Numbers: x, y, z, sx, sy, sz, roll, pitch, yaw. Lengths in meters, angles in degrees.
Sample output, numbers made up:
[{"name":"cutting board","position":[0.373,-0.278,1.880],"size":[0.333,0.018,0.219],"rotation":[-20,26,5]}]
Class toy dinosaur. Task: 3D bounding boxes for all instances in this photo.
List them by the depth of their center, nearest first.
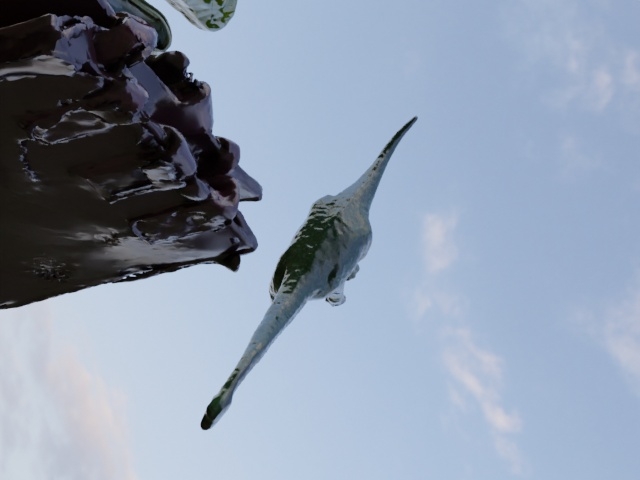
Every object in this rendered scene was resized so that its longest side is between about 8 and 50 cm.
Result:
[{"name":"toy dinosaur","position":[0.000,0.000,0.863],"size":[0.087,0.447,0.301],"rotation":[25,-14,10]}]

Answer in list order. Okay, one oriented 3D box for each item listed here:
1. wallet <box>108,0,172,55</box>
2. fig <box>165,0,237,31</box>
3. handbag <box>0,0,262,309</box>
[{"name":"wallet","position":[-0.205,-0.177,0.674],"size":[0.155,0.110,0.039],"rotation":[-6,-117,48]},{"name":"fig","position":[-0.122,-0.271,0.611],"size":[0.167,0.167,0.234],"rotation":[15,-63,50]},{"name":"handbag","position":[-0.153,-0.040,0.410],"size":[0.216,0.203,0.074],"rotation":[-12,-118,15]}]
